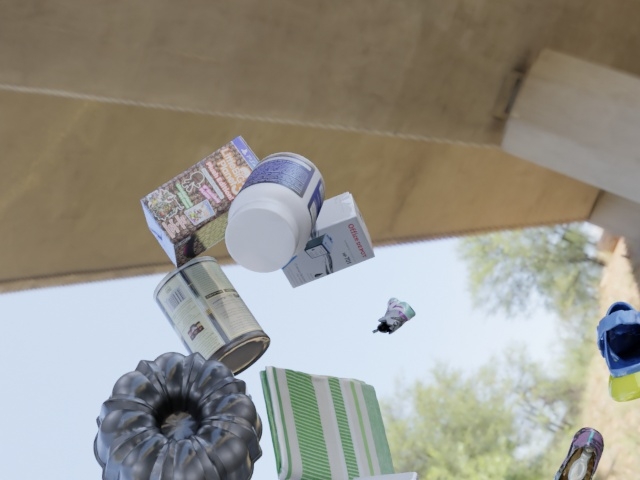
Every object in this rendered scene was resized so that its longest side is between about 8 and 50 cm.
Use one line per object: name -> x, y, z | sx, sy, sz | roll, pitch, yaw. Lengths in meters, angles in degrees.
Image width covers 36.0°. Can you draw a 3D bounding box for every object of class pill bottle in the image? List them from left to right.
pill bottle -> -0.083, -0.051, 1.792 | 0.264, 0.153, 0.153 | -69, -7, -65

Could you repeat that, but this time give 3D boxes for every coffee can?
coffee can -> -0.287, 0.208, 2.591 | 0.201, 0.275, 0.201 | -30, -23, -14

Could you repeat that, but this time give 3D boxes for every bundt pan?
bundt pan -> -0.269, 0.348, 1.863 | 0.331, 0.331, 0.124 | -51, -17, -32

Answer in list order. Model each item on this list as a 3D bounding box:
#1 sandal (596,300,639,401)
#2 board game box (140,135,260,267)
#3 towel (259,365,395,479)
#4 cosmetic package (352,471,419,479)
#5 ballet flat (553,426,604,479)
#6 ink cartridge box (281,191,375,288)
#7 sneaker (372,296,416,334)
sandal -> 0.533, 0.165, 1.685 | 0.317, 0.126, 0.138 | -28, -80, -75
board game box -> -0.278, -0.091, 2.440 | 0.291, 0.141, 0.232 | -34, -10, -13
towel -> 0.018, 0.390, 2.041 | 0.325, 0.248, 0.038 | 16, -40, -42
cosmetic package -> 0.126, 0.585, 1.797 | 0.224, 0.138, 0.224 | -59, -45, -59
ballet flat -> 0.474, 0.454, 1.846 | 0.079, 0.077, 0.221 | -30, -44, -56
ink cartridge box -> 0.000, 0.000, 2.038 | 0.082, 0.191, 0.139 | -102, -11, -45
sneaker -> 0.109, 0.126, 1.580 | 0.069, 0.038, 0.098 | -41, 4, -9
